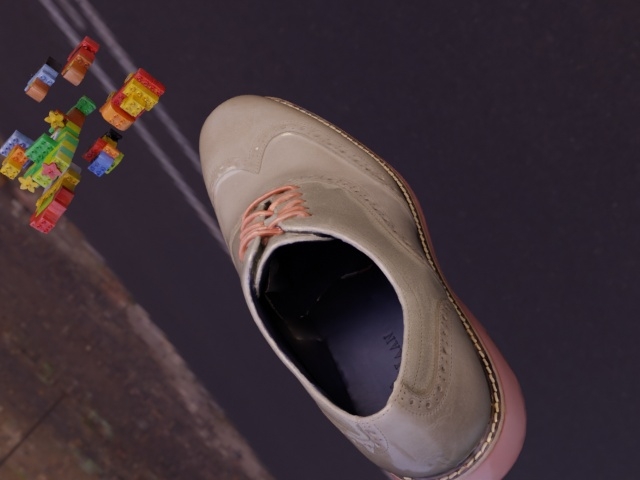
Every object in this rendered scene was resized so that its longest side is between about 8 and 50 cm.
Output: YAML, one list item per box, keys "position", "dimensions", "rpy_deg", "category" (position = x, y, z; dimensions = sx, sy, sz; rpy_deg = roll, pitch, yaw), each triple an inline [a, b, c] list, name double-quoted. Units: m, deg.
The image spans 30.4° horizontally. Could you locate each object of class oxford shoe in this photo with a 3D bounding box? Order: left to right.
- position: [0.000, 0.000, 0.833]
  dimensions: [0.146, 0.140, 0.397]
  rpy_deg: [38, -170, -48]
  category: "oxford shoe"

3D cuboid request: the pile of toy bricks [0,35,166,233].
- position: [-0.254, -0.091, 1.152]
  dimensions: [0.118, 0.105, 0.212]
  rpy_deg: [35, 126, -23]
  category: "pile of toy bricks"
